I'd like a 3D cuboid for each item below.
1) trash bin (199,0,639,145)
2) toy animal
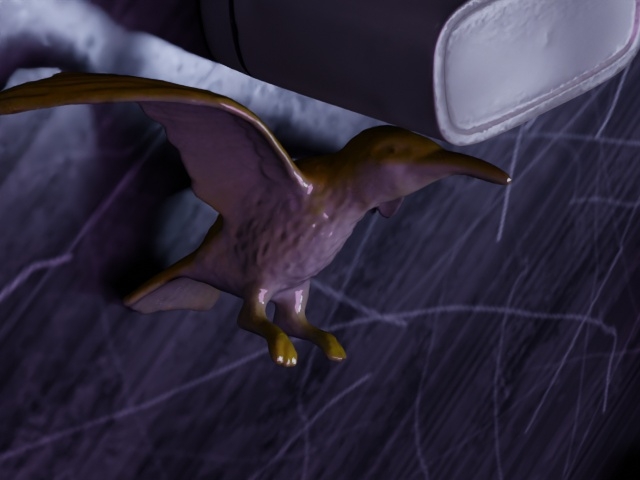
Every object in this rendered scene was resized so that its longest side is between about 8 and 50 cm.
[{"bbox_3d":[0.037,-0.090,0.471,0.116,0.130,0.059,-29,126,-30],"label":"trash bin"},{"bbox_3d":[0.000,0.000,0.478,0.219,0.155,0.095,11,92,-54],"label":"toy animal"}]
